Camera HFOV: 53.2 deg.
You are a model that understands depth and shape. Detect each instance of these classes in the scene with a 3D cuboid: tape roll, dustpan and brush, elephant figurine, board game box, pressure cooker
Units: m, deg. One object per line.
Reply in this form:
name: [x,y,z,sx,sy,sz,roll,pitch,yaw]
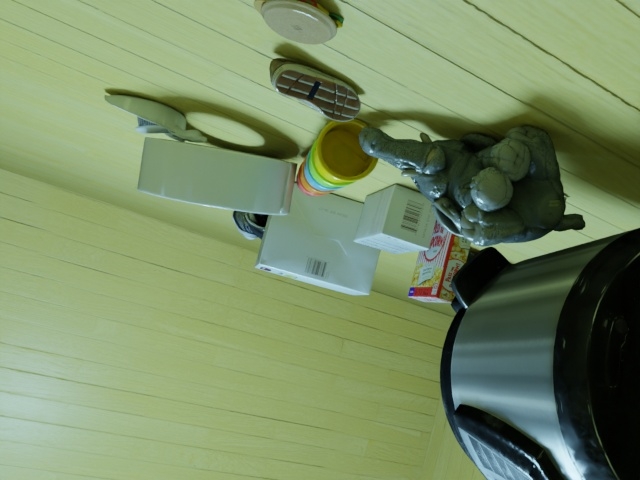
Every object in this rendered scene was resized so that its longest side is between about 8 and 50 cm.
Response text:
tape roll: [-0.188,-0.119,1.185,0.286,0.100,0.286,10,-175,-1]
dustpan and brush: [-0.273,-0.204,1.133,0.211,0.060,0.147,7,169,34]
elephant figurine: [0.196,-0.084,0.864,0.169,0.185,0.239,-27,-156,-23]
board game box: [0.240,0.025,1.257,0.045,0.193,0.147,18,171,-12]
pressure cooker: [0.369,0.189,0.845,0.376,0.369,0.420,5,169,-14]

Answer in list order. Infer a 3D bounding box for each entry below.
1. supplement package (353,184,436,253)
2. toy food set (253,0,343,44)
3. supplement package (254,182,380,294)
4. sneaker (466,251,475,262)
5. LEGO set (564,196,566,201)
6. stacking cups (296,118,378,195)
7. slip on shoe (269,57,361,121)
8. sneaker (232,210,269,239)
supplement package: [0.153,-0.038,1.304,0.105,0.105,0.179,17,172,-13]
toy food set: [-0.022,-0.226,0.653,0.083,0.020,0.083,7,169,43]
supplement package: [0.000,0.000,1.503,0.262,0.203,0.145,16,172,-8]
sneaker: [0.359,0.067,1.689,0.270,0.090,0.145,17,170,-26]
LEGO set: [0.352,-0.065,1.032,0.054,0.023,0.083,20,171,-27]
stacking cups: [0.007,-0.118,1.070,0.096,0.095,0.316,17,172,-11]
slip on shoe: [-0.007,-0.191,0.805,0.135,0.051,0.041,11,-145,-35]
sneaker: [-0.177,-0.064,1.813,0.269,0.101,0.153,34,160,39]
